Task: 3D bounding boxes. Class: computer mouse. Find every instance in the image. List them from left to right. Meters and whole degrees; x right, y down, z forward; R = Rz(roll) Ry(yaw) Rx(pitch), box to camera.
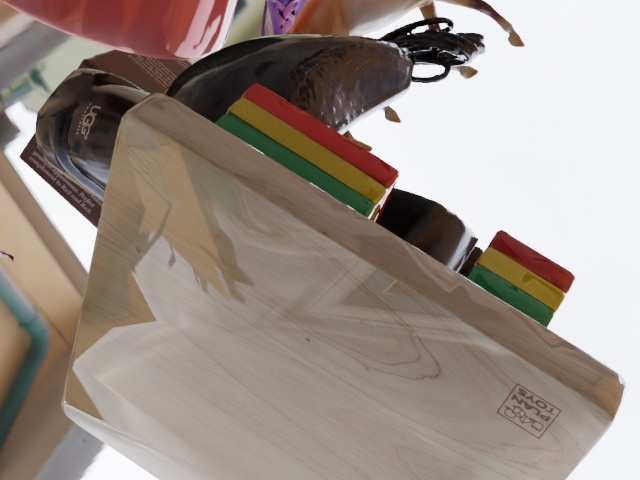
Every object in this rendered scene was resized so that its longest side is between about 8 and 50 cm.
[{"bbox_3d":[-0.024,-0.103,0.759,0.188,0.072,0.272,-9,-163,32],"label":"computer mouse"}]

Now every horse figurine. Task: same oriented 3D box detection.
[{"bbox_3d":[0.054,-0.193,1.056,0.263,0.174,0.066,-34,-168,11],"label":"horse figurine"}]

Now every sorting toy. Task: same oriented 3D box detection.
[{"bbox_3d":[0.003,0.065,0.628,0.257,0.255,0.089,32,-134,9],"label":"sorting toy"}]

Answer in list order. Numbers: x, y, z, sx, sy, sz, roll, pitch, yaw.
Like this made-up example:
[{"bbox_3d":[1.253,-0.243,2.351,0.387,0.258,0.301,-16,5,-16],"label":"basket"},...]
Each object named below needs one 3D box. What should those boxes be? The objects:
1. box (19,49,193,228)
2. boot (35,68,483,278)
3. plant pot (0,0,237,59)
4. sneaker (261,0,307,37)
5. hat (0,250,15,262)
[{"bbox_3d":[-0.231,-0.133,1.475,0.168,0.167,0.203,43,-153,2],"label":"box"},{"bbox_3d":[-0.001,0.000,1.061,0.445,0.367,0.146,21,-92,40],"label":"boot"},{"bbox_3d":[-0.157,-0.322,0.964,0.275,0.243,0.275,21,-154,-11],"label":"plant pot"},{"bbox_3d":[-0.039,-0.307,1.490,0.095,0.104,0.236,3,-82,12],"label":"sneaker"},{"bbox_3d":[-0.470,0.022,1.340,0.208,0.183,0.173,-38,-90,-5],"label":"hat"}]
